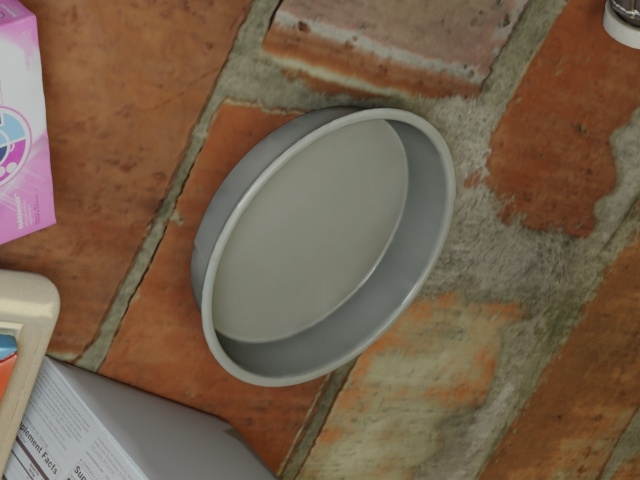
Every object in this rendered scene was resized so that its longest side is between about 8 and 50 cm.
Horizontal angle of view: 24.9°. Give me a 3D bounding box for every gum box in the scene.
[{"bbox_3d":[-0.254,-0.074,1.022,0.107,0.062,0.188,-24,134,-30],"label":"gum box"}]

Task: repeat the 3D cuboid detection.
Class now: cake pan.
[{"bbox_3d":[0.000,0.000,1.337,0.293,0.054,0.293,-25,135,-28],"label":"cake pan"}]

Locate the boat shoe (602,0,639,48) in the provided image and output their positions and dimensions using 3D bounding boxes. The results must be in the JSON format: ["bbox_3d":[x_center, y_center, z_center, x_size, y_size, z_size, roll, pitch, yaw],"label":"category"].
[{"bbox_3d":[0.426,-0.295,1.471,0.324,0.116,0.096,-24,138,-22],"label":"boat shoe"}]

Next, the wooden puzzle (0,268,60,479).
[{"bbox_3d":[-0.326,0.126,1.088,0.221,0.044,0.238,8,114,-30],"label":"wooden puzzle"}]

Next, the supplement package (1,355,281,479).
[{"bbox_3d":[-0.147,0.242,1.266,0.145,0.204,0.262,-53,141,6],"label":"supplement package"}]
